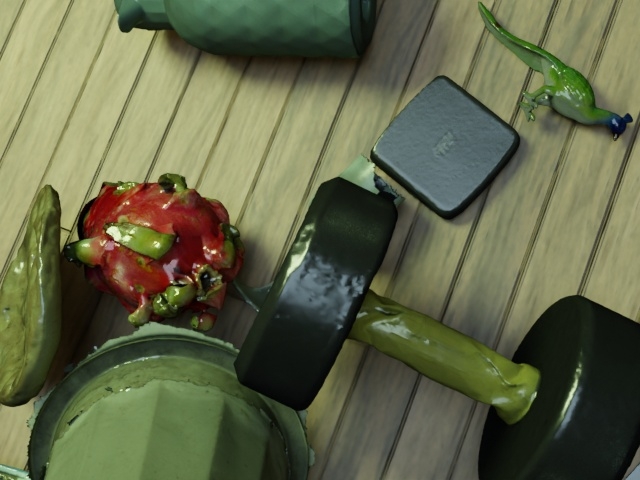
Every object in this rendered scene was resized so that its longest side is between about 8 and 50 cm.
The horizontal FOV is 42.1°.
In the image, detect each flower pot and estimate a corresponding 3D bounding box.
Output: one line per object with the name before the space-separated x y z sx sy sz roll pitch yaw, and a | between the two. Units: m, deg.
flower pot | -0.148 0.252 0.723 0.290 0.259 0.290 0 108 -1

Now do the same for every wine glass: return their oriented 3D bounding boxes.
wine glass | 0.000 0.000 0.881 0.195 0.079 0.079 -46 75 1

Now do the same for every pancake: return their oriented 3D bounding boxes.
pancake | -0.297 0.056 0.869 0.050 0.242 0.242 10 78 -29

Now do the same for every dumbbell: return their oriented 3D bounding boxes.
dumbbell | 0.107 0.098 0.742 0.322 0.204 0.204 25 84 -1

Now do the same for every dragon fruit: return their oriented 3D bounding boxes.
dragon fruit | -0.165 0.014 0.853 0.172 0.166 0.160 15 118 47

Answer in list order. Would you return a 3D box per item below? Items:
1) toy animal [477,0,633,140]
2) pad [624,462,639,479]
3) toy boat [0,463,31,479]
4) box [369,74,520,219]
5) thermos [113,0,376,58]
toy animal | 0.228 -0.174 0.889 0.075 0.041 0.217 -41 72 -18
pad | 0.389 0.264 0.794 0.181 0.004 0.267 43 89 16
toy boat | -0.386 0.274 0.908 0.173 0.059 0.069 6 80 12
box | 0.136 -0.100 0.904 0.125 0.027 0.126 41 87 13
thermos | -0.083 -0.289 0.928 0.286 0.145 0.182 5 48 13
